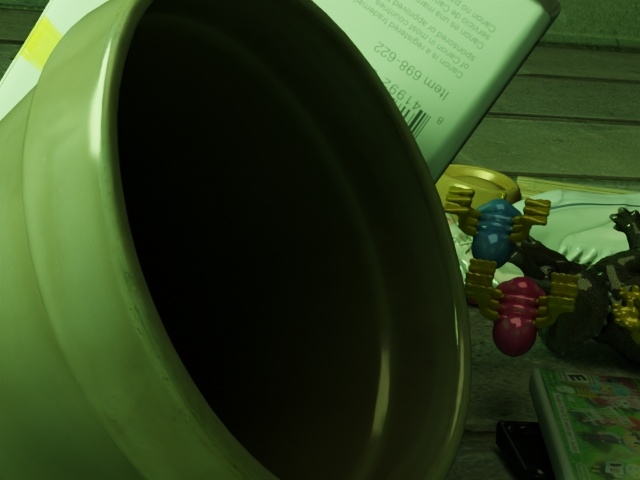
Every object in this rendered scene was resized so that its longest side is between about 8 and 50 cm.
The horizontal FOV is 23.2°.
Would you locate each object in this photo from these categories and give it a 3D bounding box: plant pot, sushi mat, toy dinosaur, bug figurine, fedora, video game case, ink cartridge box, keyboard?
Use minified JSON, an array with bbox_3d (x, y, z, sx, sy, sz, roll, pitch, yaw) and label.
[{"bbox_3d":[-0.114,0.036,0.908,0.280,0.323,0.323,-20,0,31],"label":"plant pot"},{"bbox_3d":[0.404,-0.044,1.966,0.316,0.019,0.151,7,16,4],"label":"sushi mat"},{"bbox_3d":[0.310,0.066,1.388,0.313,0.121,0.160,19,47,10],"label":"toy dinosaur"},{"bbox_3d":[0.226,0.035,1.259,0.279,0.072,0.216,11,32,12],"label":"bug figurine"},{"bbox_3d":[0.162,-0.038,1.731,0.194,0.079,0.194,5,14,-1],"label":"fedora"},{"bbox_3d":[0.257,0.154,1.102,0.193,0.023,0.212,7,21,-3],"label":"video game case"},{"bbox_3d":[-0.058,-0.086,1.089,0.279,0.385,0.160,37,16,2],"label":"ink cartridge box"},{"bbox_3d":[0.221,0.156,1.150,0.180,0.023,0.108,4,22,-12],"label":"keyboard"}]

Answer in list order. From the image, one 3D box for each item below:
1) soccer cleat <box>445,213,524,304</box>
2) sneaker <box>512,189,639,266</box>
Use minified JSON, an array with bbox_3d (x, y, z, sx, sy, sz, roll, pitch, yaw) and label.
[{"bbox_3d":[0.134,0.012,1.539,0.196,0.076,0.068,17,18,34],"label":"soccer cleat"},{"bbox_3d":[0.286,0.004,1.612,0.258,0.094,0.091,-8,43,-12],"label":"sneaker"}]
